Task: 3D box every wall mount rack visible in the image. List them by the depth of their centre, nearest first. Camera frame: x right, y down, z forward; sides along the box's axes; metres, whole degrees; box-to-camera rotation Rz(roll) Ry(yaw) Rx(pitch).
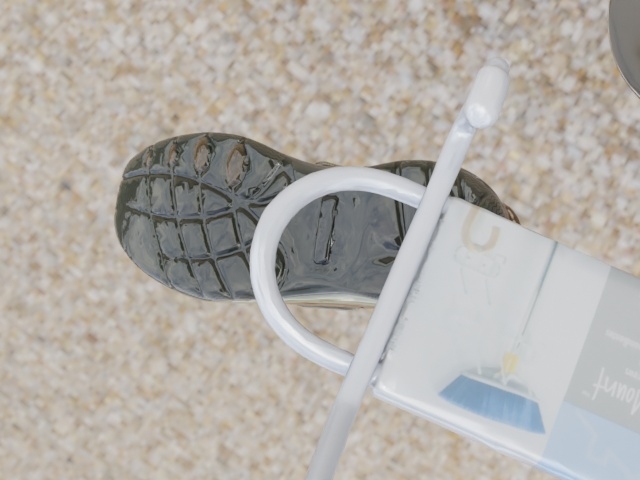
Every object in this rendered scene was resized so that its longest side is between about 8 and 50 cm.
[{"bbox_3d":[0.115,0.088,0.698,0.350,0.304,0.130,23,160,0],"label":"wall mount rack"}]

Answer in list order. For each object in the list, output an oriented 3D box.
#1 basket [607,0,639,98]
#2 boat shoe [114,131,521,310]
[{"bbox_3d":[0.262,-0.100,0.805,0.204,0.154,0.227,26,-173,34],"label":"basket"},{"bbox_3d":[0.000,0.000,1.056,0.324,0.122,0.120,10,175,32],"label":"boat shoe"}]
